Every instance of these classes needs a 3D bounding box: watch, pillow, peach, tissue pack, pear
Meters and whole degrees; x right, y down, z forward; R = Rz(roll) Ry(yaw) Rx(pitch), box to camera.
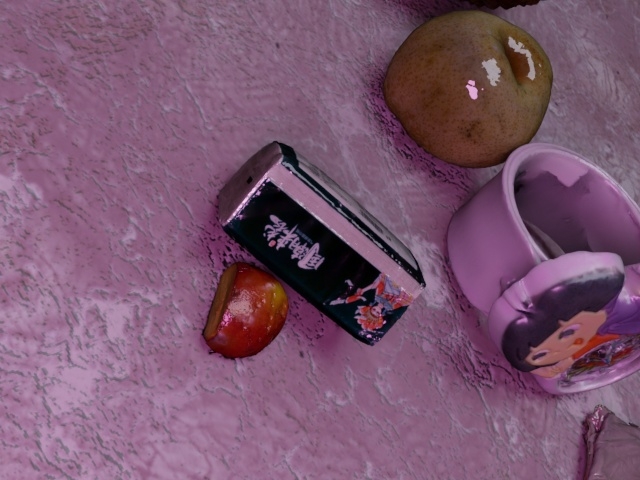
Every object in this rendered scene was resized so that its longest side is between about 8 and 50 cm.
[{"bbox_3d":[0.232,0.010,1.310,0.244,0.196,0.231,7,53,-36],"label":"watch"},{"bbox_3d":[0.299,0.274,1.297,0.135,0.049,0.248,37,41,-14],"label":"pillow"},{"bbox_3d":[-0.062,0.053,1.099,0.083,0.050,0.077,-14,73,-43],"label":"peach"},{"bbox_3d":[-0.001,-0.001,1.147,0.170,0.090,0.103,42,8,-17],"label":"tissue pack"},{"bbox_3d":[0.152,-0.152,1.371,0.167,0.136,0.167,28,43,-30],"label":"pear"}]

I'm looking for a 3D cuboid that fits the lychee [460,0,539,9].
[{"bbox_3d":[0.182,-0.363,1.481,0.271,0.236,0.236,38,40,-48],"label":"lychee"}]
